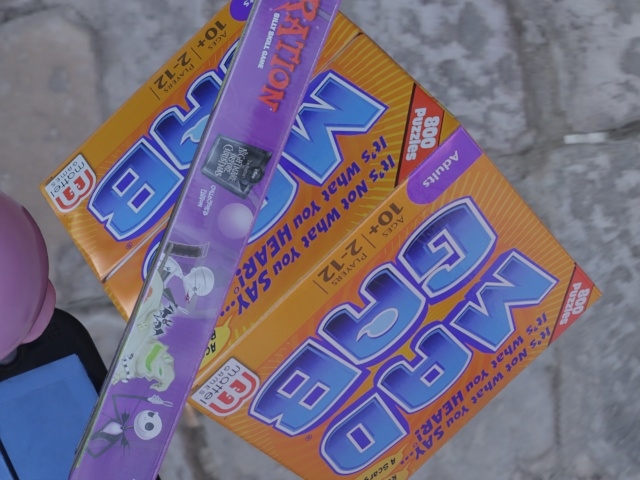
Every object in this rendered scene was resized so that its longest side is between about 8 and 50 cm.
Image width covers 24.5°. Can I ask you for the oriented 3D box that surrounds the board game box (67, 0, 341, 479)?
[{"bbox_3d":[-0.063,-0.019,0.857,0.056,0.208,0.347,21,86,-2],"label":"board game box"}]

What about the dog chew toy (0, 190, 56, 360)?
[{"bbox_3d":[-0.317,-0.013,0.918,0.206,0.332,0.207,-35,41,38],"label":"dog chew toy"}]

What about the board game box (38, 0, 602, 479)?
[{"bbox_3d":[0.000,0.000,1.550,0.356,0.356,0.356,-44,47,3],"label":"board game box"}]

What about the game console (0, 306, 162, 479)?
[{"bbox_3d":[-0.362,0.282,1.751,0.060,0.342,0.386,-40,74,45],"label":"game console"}]
